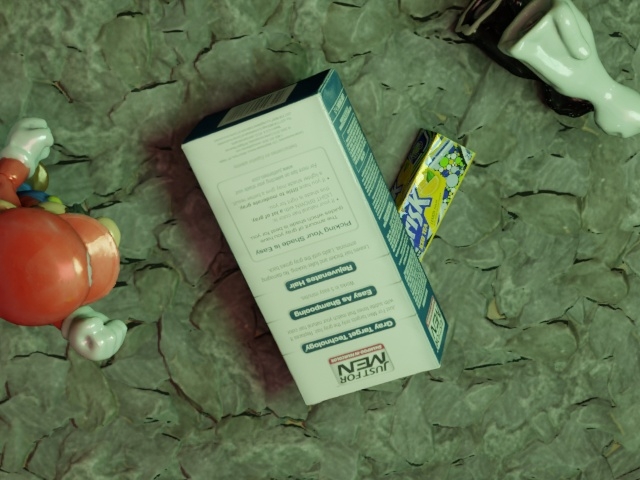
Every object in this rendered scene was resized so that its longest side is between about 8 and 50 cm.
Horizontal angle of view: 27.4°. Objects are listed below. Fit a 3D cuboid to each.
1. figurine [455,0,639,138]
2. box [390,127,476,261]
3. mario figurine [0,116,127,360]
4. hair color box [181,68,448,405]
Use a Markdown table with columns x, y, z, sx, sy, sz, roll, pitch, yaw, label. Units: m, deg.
| x | y | z | sx | sy | sz | roll | pitch | yaw | label |
| --- | --- | --- | --- | --- | --- | --- | --- | --- | --- |
| 0.284 | -0.198 | 1.517 | 0.209 | 0.215 | 0.092 | 39 | 93 | -23 | figurine |
| 0.116 | -0.046 | 1.580 | 0.059 | 0.054 | 0.169 | 25 | 93 | -20 | box |
| -0.260 | -0.003 | 1.329 | 0.198 | 0.320 | 0.170 | 35 | 90 | -21 | mario figurine |
| 0.000 | 0.000 | 1.494 | 0.173 | 0.105 | 0.347 | -18 | 109 | 19 | hair color box |
